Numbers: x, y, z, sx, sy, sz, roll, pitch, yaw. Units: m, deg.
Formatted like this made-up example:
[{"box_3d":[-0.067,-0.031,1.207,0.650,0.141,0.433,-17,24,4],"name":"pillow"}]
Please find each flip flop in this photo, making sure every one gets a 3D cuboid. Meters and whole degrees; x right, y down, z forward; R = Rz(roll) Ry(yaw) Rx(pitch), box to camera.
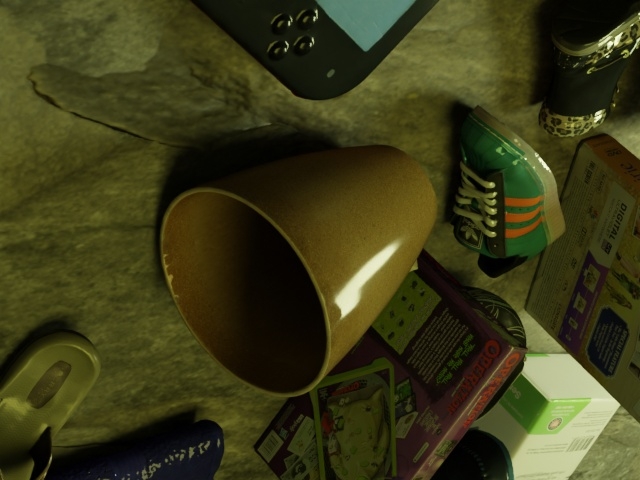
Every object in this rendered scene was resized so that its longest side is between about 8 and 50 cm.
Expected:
[{"box_3d":[-0.320,0.218,1.562,0.112,0.080,0.277,30,103,-33],"name":"flip flop"}]

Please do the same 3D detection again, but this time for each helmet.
[{"box_3d":[0.181,0.137,1.923,0.161,0.169,0.169,-53,144,8],"name":"helmet"}]

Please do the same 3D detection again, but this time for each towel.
[{"box_3d":[-0.264,0.336,1.778,0.308,0.076,0.228,-16,130,-32],"name":"towel"}]

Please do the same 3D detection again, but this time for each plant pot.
[{"box_3d":[0.000,0.000,1.579,0.254,0.237,0.237,-34,147,-39],"name":"plant pot"}]

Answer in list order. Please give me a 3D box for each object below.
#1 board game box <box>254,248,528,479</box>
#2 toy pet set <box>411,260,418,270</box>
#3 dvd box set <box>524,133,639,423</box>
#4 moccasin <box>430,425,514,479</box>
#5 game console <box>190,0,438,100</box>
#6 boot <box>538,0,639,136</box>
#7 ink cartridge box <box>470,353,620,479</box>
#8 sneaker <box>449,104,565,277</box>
[{"box_3d":[0.080,0.200,1.846,0.056,0.208,0.347,15,116,-50],"name":"board game box"},{"box_3d":[0.054,0.013,1.776,0.114,0.065,0.122,-22,154,35],"name":"toy pet set"},{"box_3d":[0.450,0.102,1.918,0.062,0.420,0.308,-18,137,-31],"name":"dvd box set"},{"box_3d":[0.126,0.306,1.927,0.116,0.342,0.138,3,83,-24],"name":"moccasin"},{"box_3d":[0.044,-0.334,1.389,0.386,0.060,0.342,-47,145,4],"name":"game console"},{"box_3d":[0.356,-0.235,1.778,0.236,0.085,0.179,-31,150,-24],"name":"boot"},{"box_3d":[0.300,0.308,2.248,0.198,0.115,0.273,5,123,-46],"name":"ink cartridge box"},{"box_3d":[0.213,-0.045,1.806,0.121,0.108,0.302,-44,146,-6],"name":"sneaker"}]
